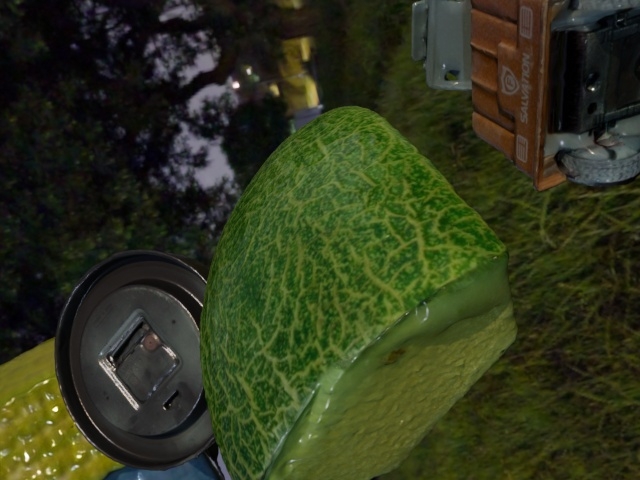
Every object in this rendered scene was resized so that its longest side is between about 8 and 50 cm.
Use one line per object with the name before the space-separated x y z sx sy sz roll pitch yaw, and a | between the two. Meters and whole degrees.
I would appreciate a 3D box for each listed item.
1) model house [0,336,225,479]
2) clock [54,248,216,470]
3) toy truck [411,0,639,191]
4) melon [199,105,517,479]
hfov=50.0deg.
model house | -0.265 0.228 0.804 0.215 0.237 0.303 37 151 59
clock | -0.141 0.098 0.583 0.040 0.185 0.184 0 -106 -68
toy truck | 0.245 -0.171 0.488 0.184 0.339 0.132 47 154 50
melon | 0.000 0.000 0.462 0.124 0.196 0.323 33 -161 -30
